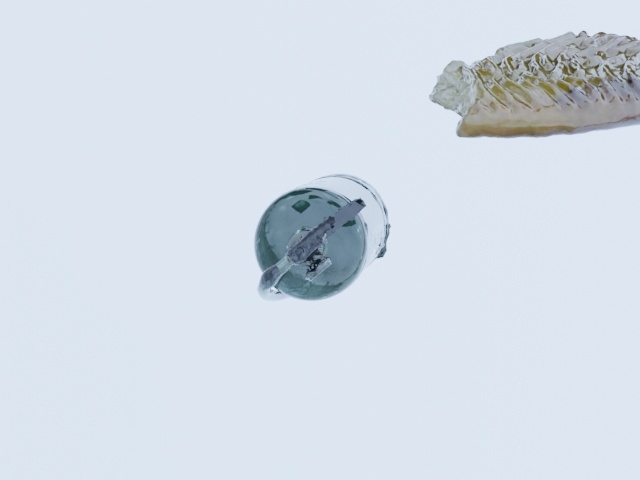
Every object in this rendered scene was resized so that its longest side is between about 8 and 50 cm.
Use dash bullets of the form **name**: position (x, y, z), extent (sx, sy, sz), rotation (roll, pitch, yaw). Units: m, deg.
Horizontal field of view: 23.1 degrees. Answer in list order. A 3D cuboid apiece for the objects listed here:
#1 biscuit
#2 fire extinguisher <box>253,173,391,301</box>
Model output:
- **biscuit**: position (0.161, -0.111, 1.053), extent (0.176, 0.031, 0.228), rotation (2, -160, 3)
- **fire extinguisher**: position (0.000, 0.000, 1.248), extent (0.118, 0.294, 0.093), rotation (-42, -91, 9)
